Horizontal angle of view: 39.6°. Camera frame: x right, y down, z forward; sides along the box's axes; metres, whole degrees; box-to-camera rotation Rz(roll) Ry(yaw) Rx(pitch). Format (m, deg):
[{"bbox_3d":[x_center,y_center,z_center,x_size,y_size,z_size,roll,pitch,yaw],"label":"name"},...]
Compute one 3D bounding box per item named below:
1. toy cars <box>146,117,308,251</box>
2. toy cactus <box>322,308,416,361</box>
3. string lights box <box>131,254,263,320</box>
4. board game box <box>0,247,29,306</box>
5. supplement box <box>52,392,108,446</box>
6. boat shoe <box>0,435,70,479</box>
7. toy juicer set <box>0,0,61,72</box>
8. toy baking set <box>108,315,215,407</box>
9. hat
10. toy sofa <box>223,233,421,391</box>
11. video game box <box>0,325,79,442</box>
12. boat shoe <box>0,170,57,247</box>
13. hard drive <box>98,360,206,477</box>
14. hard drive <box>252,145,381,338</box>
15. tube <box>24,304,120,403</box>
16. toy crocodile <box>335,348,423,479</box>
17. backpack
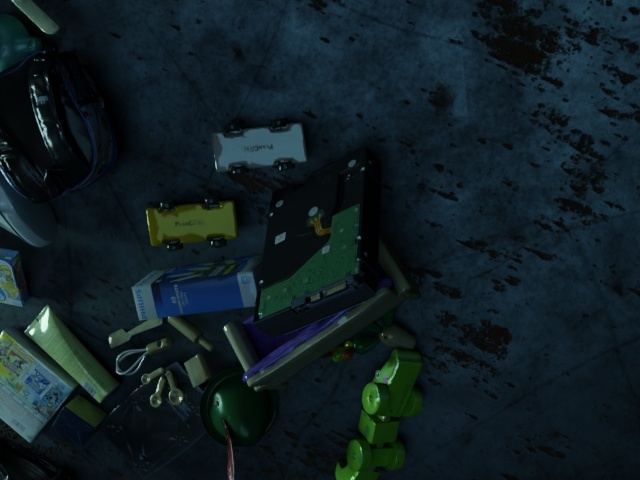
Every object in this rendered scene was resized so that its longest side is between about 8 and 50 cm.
[{"bbox_3d":[-0.183,-0.114,1.785,0.176,0.087,0.394,43,104,-2],"label":"toy cars"},{"bbox_3d":[0.106,0.175,1.804,0.180,0.112,0.219,25,106,-15],"label":"toy cactus"},{"bbox_3d":[-0.236,0.096,1.819,0.259,0.133,0.077,-8,103,13],"label":"string lights box"},{"bbox_3d":[-0.745,0.068,1.940,0.201,0.035,0.136,9,129,9],"label":"board game box"},{"bbox_3d":[-0.534,0.399,1.982,0.083,0.083,0.056,36,108,1],"label":"supplement box"},{"bbox_3d":[-0.630,0.558,2.021,0.340,0.127,0.113,36,120,11],"label":"boat shoe"},{"bbox_3d":[-0.661,-0.424,1.804,0.329,0.089,0.209,-30,84,25],"label":"toy juicer set"},{"bbox_3d":[-0.344,0.239,1.897,0.256,0.030,0.197,39,96,22],"label":"toy baking set"},{"bbox_3d":[-0.152,0.389,1.826,0.172,0.183,0.209,-16,106,-9],"label":"hat"},{"bbox_3d":[-0.007,0.130,1.680,0.362,0.177,0.150,-36,68,15],"label":"toy sofa"},{"bbox_3d":[-0.676,0.325,2.011,0.205,0.048,0.187,40,110,-1],"label":"video game box"},{"bbox_3d":[-0.714,-0.112,1.842,0.156,0.136,0.367,-28,115,21],"label":"boat shoe"},{"bbox_3d":[-0.346,0.388,1.957,0.254,0.054,0.172,-40,93,16],"label":"hard drive"},{"bbox_3d":[0.000,0.000,1.634,0.236,0.339,0.064,-26,128,28],"label":"hard drive"},{"bbox_3d":[-0.546,0.255,1.967,0.240,0.062,0.070,43,64,3],"label":"tube"},{"bbox_3d":[0.122,0.373,1.840,0.115,0.105,0.341,5,111,-31],"label":"toy crocodile"},{"bbox_3d":[-0.538,-0.216,1.763,0.276,0.213,0.264,-24,90,22],"label":"backpack"}]
